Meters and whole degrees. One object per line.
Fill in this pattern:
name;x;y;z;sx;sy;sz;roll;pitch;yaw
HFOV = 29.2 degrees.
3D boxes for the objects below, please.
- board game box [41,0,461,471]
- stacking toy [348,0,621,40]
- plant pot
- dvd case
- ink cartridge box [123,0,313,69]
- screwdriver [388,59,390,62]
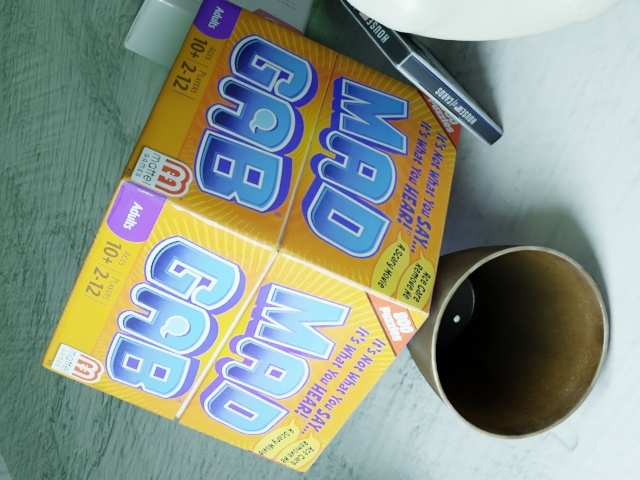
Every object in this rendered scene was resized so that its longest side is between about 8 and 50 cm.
board game box;-0.079;-0.005;1.509;0.356;0.356;0.356;-75;12;-45
stacking toy;0.167;-0.478;1.252;0.350;0.351;0.479;-32;55;56
plant pot;0.182;0.097;1.441;0.230;0.215;0.215;-157;62;-69
dvd case;0.110;-0.214;1.436;0.029;0.239;0.179;-43;55;12
ink cartridge box;-0.116;-0.345;1.650;0.117;0.207;0.283;-46;24;51
screwdriver;0.115;-0.285;1.580;0.024;0.025;0.170;64;144;24
